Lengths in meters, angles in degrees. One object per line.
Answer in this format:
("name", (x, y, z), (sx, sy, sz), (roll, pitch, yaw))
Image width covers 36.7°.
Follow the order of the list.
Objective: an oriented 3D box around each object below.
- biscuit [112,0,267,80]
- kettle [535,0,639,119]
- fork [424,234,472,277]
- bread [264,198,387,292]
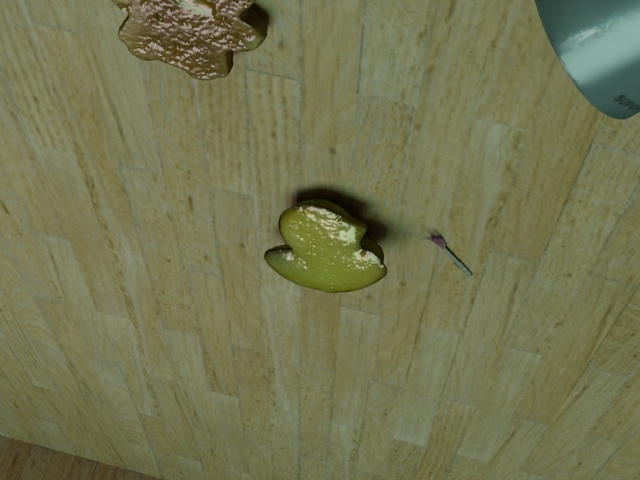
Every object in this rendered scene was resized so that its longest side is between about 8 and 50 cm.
("biscuit", (-0.125, -0.244, 0.934), (0.166, 0.036, 0.225), (19, 147, -5))
("kettle", (0.313, -0.197, 0.700), (0.243, 0.160, 0.210), (-22, 151, 39))
("fork", (0.167, 0.018, 1.246), (0.016, 0.012, 0.115), (-5, 148, 40))
("bread", (0.000, 0.000, 1.257), (0.187, 0.065, 0.149), (-12, 128, 45))
